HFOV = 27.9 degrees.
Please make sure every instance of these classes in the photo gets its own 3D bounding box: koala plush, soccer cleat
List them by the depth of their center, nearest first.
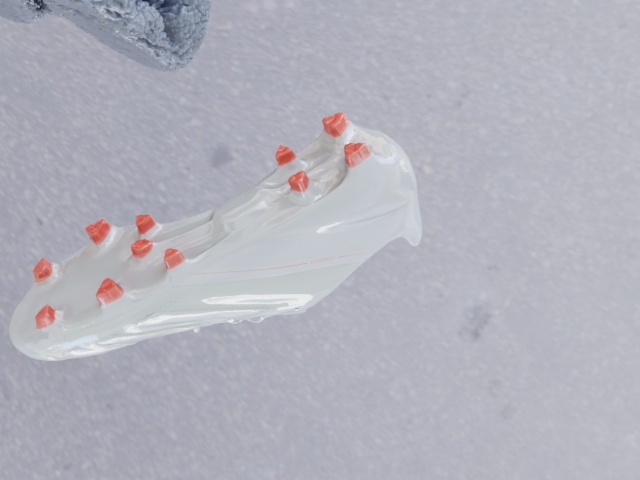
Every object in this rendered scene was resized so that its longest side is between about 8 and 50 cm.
[{"bbox_3d":[-0.044,0.015,0.581,0.196,0.068,0.076,-25,128,4],"label":"soccer cleat"},{"bbox_3d":[-0.161,-0.269,0.938,0.196,0.203,0.221,20,84,11],"label":"koala plush"}]
